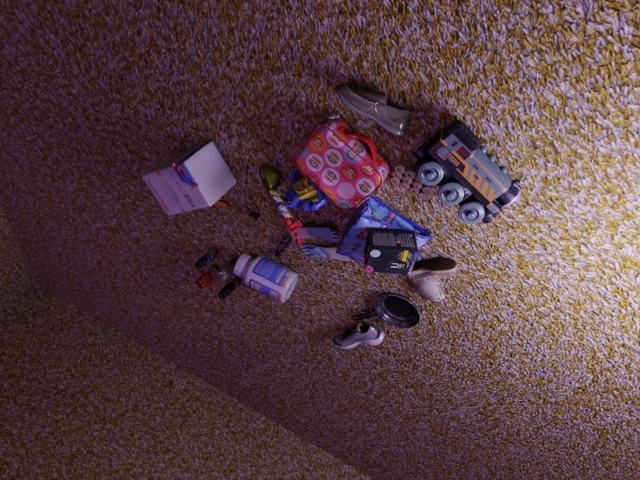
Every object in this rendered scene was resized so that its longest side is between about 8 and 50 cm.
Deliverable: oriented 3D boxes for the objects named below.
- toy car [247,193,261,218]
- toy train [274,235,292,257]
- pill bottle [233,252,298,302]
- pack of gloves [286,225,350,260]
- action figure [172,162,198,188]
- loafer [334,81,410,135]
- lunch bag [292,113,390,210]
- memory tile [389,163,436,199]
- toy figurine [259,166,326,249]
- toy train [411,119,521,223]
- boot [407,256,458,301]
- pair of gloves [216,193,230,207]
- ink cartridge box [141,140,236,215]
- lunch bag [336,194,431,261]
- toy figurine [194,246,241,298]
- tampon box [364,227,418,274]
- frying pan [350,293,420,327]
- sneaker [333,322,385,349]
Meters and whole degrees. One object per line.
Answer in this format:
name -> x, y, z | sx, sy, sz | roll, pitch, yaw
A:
toy car -> -0.266, -0.145, 1.841 | 0.122, 0.060, 0.040 | -54, 46, 31
toy train -> -0.166, 0.025, 1.926 | 0.036, 0.027, 0.158 | 45, 137, 4
pill bottle -> -0.255, 0.164, 2.009 | 0.272, 0.152, 0.152 | 26, 136, 10
pack of gloves -> 0.000, 0.000, 1.805 | 0.232, 0.046, 0.195 | 4, 141, 32
action figure -> -0.503, -0.240, 1.606 | 0.038, 0.030, 0.115 | -23, 112, 44
loafer -> 0.161, -0.411, 1.310 | 0.251, 0.094, 0.087 | 29, 113, -7
lunch bag -> 0.077, -0.264, 1.453 | 0.293, 0.120, 0.258 | 42, 136, -8
memory tile -> 0.301, -0.190, 1.433 | 0.148, 0.012, 0.113 | 28, 159, 7
toy figurine -> -0.067, -0.171, 1.623 | 0.362, 0.217, 0.191 | 57, 174, 43
toy train -> 0.433, -0.195, 1.297 | 0.334, 0.142, 0.190 | 42, 127, -8
boot -> 0.438, 0.150, 1.635 | 0.213, 0.077, 0.165 | -12, 120, 43
pair of gloves -> -0.434, -0.180, 1.915 | 0.074, 0.010, 0.083 | 15, 133, 20
ink cartridge box -> -0.532, -0.249, 1.775 | 0.270, 0.197, 0.198 | -7, 123, 34
lunch bag -> 0.241, 0.000, 1.599 | 0.293, 0.138, 0.221 | 26, 135, -5
toy figurine -> -0.504, 0.158, 2.168 | 0.213, 0.148, 0.209 | 21, 130, 17
tampon box -> 0.238, 0.037, 1.494 | 0.161, 0.101, 0.120 | 3, 136, -2
frying pan -> 0.296, 0.324, 1.893 | 0.197, 0.053, 0.326 | 39, 139, -5
sneaker -> 0.167, 0.435, 2.036 | 0.272, 0.100, 0.108 | -20, 114, 37
